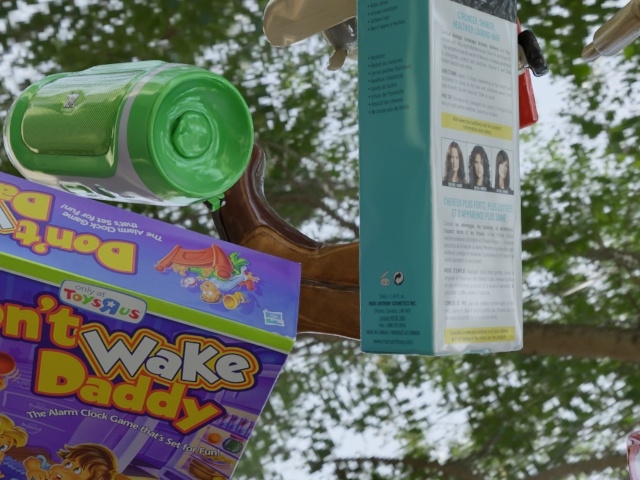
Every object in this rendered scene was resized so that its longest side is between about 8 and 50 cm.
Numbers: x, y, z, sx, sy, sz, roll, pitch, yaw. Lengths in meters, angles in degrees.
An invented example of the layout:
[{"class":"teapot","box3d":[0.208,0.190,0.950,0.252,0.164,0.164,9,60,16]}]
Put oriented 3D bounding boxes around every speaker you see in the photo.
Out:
[{"class":"speaker","box3d":[-0.190,-0.100,1.012,0.296,0.131,0.131,7,-69,51]}]

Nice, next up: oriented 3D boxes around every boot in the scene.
[{"class":"boot","box3d":[0.000,0.000,1.346,0.280,0.096,0.264,1,-108,18]}]

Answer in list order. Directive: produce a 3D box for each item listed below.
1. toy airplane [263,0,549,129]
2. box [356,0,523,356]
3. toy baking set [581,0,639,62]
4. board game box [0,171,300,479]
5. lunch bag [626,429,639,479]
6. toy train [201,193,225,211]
[{"class":"toy airplane","box3d":[0.156,-0.366,1.371,0.386,0.272,0.384,21,-73,3]},{"class":"box","box3d":[0.076,-0.051,0.678,0.060,0.100,0.244,-4,-95,42]},{"class":"toy baking set","box3d":[0.346,-0.225,1.021,0.030,0.197,0.256,64,-19,5]},{"class":"board game box","box3d":[-0.214,0.073,0.667,0.078,0.347,0.233,-88,-162,-56]},{"class":"lunch bag","box3d":[0.296,0.252,0.687,0.258,0.120,0.293,142,-68,-83]},{"class":"toy train","box3d":[-0.138,-0.059,1.181,0.083,0.024,0.017,36,-39,29]}]
